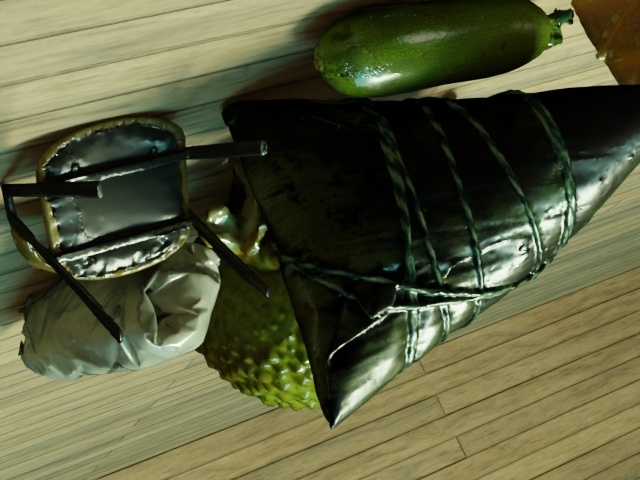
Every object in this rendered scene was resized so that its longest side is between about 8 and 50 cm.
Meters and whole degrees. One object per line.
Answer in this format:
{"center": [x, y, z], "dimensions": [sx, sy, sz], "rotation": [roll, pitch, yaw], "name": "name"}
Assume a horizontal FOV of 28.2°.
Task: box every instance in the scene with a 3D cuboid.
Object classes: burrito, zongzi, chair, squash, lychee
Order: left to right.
{"center": [-0.238, 0.084, 1.382], "dimensions": [0.101, 0.139, 0.445], "rotation": [29, 157, -24], "name": "burrito"}
{"center": [-0.176, -0.022, 1.131], "dimensions": [0.159, 0.172, 0.247], "rotation": [-17, -153, -33], "name": "chair"}
{"center": [-0.024, 0.059, 1.416], "dimensions": [0.270, 0.270, 0.320], "rotation": [-26, 171, 3], "name": "lychee"}
{"center": [0.131, -0.188, 1.192], "dimensions": [0.331, 0.087, 0.087], "rotation": [-14, 163, -39], "name": "squash"}
{"center": [0.146, -0.049, 1.180], "dimensions": [0.383, 0.319, 0.362], "rotation": [-13, 166, -38], "name": "zongzi"}

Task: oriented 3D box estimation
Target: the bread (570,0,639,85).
{"center": [0.446, -0.203, 1.276], "dimensions": [0.279, 0.279, 0.207], "rotation": [-33, 165, 29], "name": "bread"}

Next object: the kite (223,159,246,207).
{"center": [-0.056, -0.067, 1.463], "dimensions": [0.152, 0.015, 0.285], "rotation": [-25, 169, -11], "name": "kite"}
